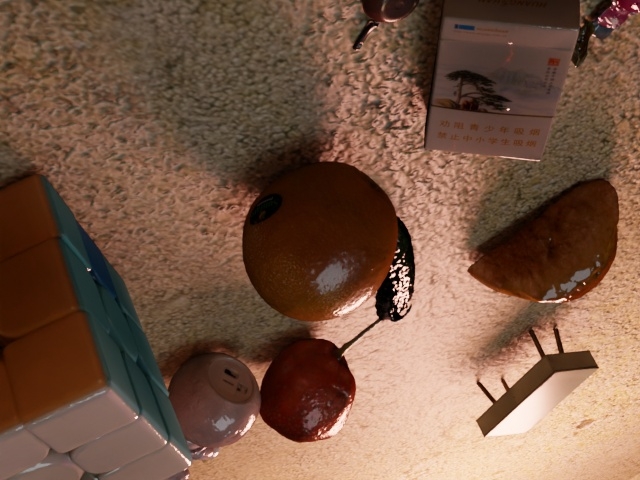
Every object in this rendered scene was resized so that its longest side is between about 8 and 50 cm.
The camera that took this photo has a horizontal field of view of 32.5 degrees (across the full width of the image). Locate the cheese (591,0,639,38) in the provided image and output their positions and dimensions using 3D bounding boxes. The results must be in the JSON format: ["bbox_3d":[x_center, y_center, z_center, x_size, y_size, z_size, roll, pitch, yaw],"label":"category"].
[{"bbox_3d":[0.380,-0.292,1.319,0.095,0.038,0.145,8,143,-40],"label":"cheese"}]

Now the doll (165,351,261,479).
[{"bbox_3d":[-0.207,0.289,1.710,0.150,0.151,0.287,4,142,-39],"label":"doll"}]

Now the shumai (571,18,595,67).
[{"bbox_3d":[0.279,-0.234,1.295,0.082,0.080,0.083,-22,152,-1],"label":"shumai"}]

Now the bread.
[{"bbox_3d":[0.373,0.029,1.717,0.260,0.134,0.129,-34,149,16],"label":"bread"}]

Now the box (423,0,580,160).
[{"bbox_3d":[0.203,-0.191,1.268,0.149,0.067,0.233,4,147,2],"label":"box"}]

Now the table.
[{"bbox_3d":[0.403,0.271,2.134,0.121,0.111,0.240,1,141,-35],"label":"table"}]

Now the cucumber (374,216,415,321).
[{"bbox_3d":[0.108,0.035,1.609,0.067,0.067,0.245,-19,148,-9],"label":"cucumber"}]

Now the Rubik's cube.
[{"bbox_3d":[-0.356,0.153,1.241,0.291,0.292,0.290,-25,149,-1],"label":"Rubik's cube"}]

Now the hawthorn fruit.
[{"bbox_3d":[0.022,0.196,1.733,0.285,0.165,0.165,-48,144,18],"label":"hawthorn fruit"}]

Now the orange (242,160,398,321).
[{"bbox_3d":[0.000,0.000,1.360,0.206,0.206,0.206,-18,149,-11],"label":"orange"}]

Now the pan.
[{"bbox_3d":[0.069,-0.242,1.189,0.068,0.023,0.115,-1,142,-35],"label":"pan"}]
